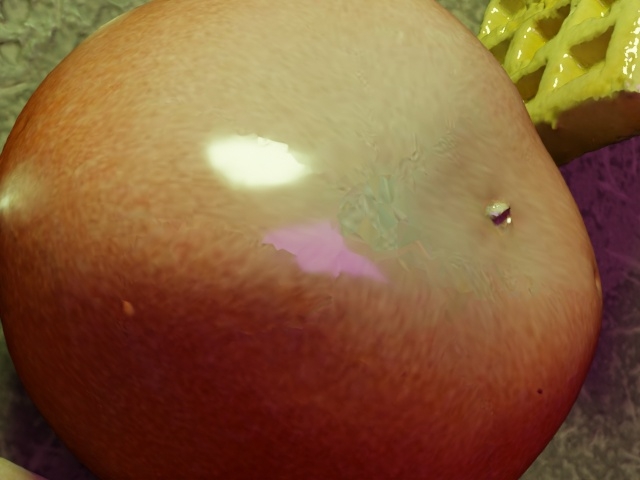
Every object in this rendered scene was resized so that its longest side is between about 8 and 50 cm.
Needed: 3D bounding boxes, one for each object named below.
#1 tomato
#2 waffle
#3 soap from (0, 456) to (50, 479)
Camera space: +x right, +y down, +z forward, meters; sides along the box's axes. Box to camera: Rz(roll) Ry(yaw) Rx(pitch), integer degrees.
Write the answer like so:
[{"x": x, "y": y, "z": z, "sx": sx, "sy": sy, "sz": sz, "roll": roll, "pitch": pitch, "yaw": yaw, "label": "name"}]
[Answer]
[{"x": 0.000, "y": 0.000, "z": 0.630, "sx": 0.341, "sy": 0.273, "sz": 0.341, "roll": 10, "pitch": 68, "yaw": -27, "label": "tomato"}, {"x": 0.183, "y": -0.158, "z": 0.800, "sx": 0.055, "sy": 0.221, "sz": 0.248, "roll": 31, "pitch": 66, "yaw": -18, "label": "waffle"}, {"x": -0.276, "y": 0.148, "z": 0.567, "sx": 0.274, "sy": 0.089, "sz": 0.173, "roll": 31, "pitch": 66, "yaw": -19, "label": "soap"}]
